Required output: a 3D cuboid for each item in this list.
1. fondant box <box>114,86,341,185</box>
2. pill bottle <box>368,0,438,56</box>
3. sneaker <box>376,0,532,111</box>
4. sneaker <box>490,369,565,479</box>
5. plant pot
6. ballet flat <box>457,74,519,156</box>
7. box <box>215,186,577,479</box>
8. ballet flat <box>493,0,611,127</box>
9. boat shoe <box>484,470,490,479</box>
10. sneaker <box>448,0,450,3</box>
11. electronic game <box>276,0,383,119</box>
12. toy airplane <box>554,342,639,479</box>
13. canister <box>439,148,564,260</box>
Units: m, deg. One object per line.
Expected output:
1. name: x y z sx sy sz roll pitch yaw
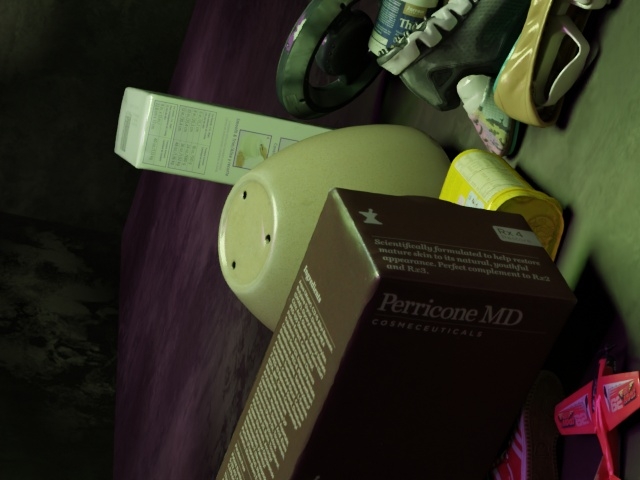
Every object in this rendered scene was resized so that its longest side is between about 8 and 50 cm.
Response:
1. fondant box: -0.082 -0.116 1.922 0.238 0.330 0.096 -150 70 -74
2. pill bottle: 0.107 -0.284 1.867 0.067 0.067 0.120 -105 30 -59
3. sneaker: 0.173 -0.213 1.475 0.234 0.106 0.078 -40 7 -5
4. sneaker: 0.179 0.173 1.309 0.067 0.042 0.118 157 122 -68
5. plant pot: 0.000 0.000 1.671 0.284 0.191 0.284 -19 68 56
6. ballet flat: 0.173 -0.197 1.541 0.077 0.079 0.221 167 113 -75
7. box: 0.050 0.153 1.322 0.143 0.191 0.381 -117 40 -52
8. ballet flat: 0.231 -0.210 1.391 0.073 0.080 0.232 44 128 39
9. boat shoe: 0.137 0.201 1.423 0.083 0.065 0.183 -154 73 -66
10. sneaker: 0.158 -0.354 1.634 0.107 0.118 0.279 -175 97 -75
11. electronic game: 0.029 -0.253 1.917 0.048 0.229 0.229 38 126 25
12. toy airplane: 0.225 0.153 1.184 0.151 0.028 0.151 -169 90 -76
13. canister: 0.164 -0.009 1.446 0.170 0.073 0.126 -116 41 -68
